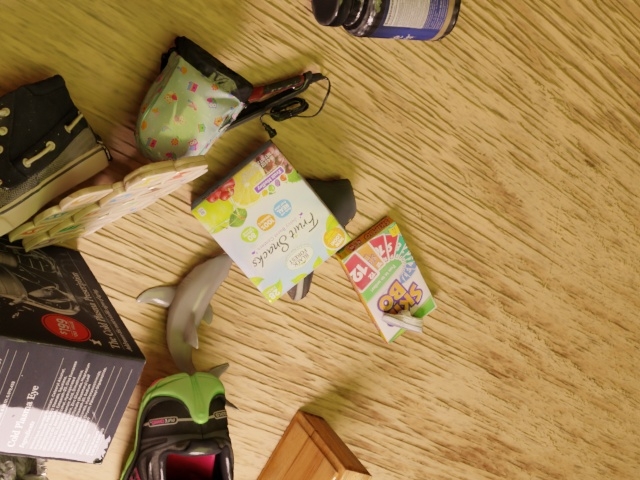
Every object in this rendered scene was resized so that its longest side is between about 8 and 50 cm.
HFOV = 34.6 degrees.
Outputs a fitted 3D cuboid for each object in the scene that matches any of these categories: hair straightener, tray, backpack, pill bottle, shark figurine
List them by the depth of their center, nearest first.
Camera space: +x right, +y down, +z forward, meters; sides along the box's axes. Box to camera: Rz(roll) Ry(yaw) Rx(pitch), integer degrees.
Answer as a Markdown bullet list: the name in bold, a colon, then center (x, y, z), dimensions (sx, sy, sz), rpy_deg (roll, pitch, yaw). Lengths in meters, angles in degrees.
- **backpack**: center (-0.203, -0.194, 1.528), dimensions (0.152, 0.115, 0.182), rpy_deg (35, 94, -10)
- **pill bottle**: center (0.102, -0.381, 1.625), dimensions (0.219, 0.123, 0.122), rpy_deg (-3, 116, -28)
- **hair straightener**: center (-0.081, -0.214, 1.662), dimensions (0.230, 0.047, 0.089), rpy_deg (-24, 124, -23)
- **shark figurine**: center (-0.213, 0.171, 1.737), dimensions (0.166, 0.116, 0.278), rpy_deg (-11, 117, -24)
- **tray**: center (-0.077, 0.552, 1.952), dimensions (0.076, 0.203, 0.411), rpy_deg (23, 101, -35)

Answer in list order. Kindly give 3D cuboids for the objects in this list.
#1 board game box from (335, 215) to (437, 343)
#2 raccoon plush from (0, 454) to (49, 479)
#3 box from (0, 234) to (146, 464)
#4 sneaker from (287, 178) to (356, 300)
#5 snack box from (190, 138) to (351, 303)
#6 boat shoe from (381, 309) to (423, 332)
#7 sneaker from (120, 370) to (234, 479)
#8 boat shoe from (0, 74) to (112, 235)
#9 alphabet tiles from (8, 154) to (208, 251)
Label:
- **board game box**: center (0.132, 0.085, 1.942), dimensions (0.124, 0.039, 0.259), rpy_deg (-36, 130, -8)
- **raccoon plush**: center (-0.490, 0.411, 1.573), dimensions (0.216, 0.299, 0.446), rpy_deg (-20, 124, -18)
- **box**: center (-0.460, 0.129, 1.423), dimensions (0.312, 0.343, 0.179), rpy_deg (14, 108, -35)
- **sneaker**: center (0.000, 0.000, 1.787), dimensions (0.118, 0.083, 0.222), rpy_deg (-6, 116, -27)
- **snack box**: center (-0.081, -0.031, 1.677), dimensions (0.174, 0.070, 0.207), rpy_deg (-40, 106, 3)
- **boat shoe**: center (0.158, 0.148, 1.950), dimensions (0.100, 0.035, 0.035), rpy_deg (19, 78, -32)
- **sneaker**: center (-0.248, 0.440, 1.764), dimensions (0.185, 0.202, 0.482), rpy_deg (-5, 132, -15)
- **boat shoe**: center (-0.441, -0.102, 1.383), dimensions (0.340, 0.127, 0.158), rpy_deg (-45, 116, -49)
- **alphabet tiles**: center (-0.299, -0.052, 1.485), dimensions (0.278, 0.284, 0.021), rpy_deg (-18, 84, -57)
